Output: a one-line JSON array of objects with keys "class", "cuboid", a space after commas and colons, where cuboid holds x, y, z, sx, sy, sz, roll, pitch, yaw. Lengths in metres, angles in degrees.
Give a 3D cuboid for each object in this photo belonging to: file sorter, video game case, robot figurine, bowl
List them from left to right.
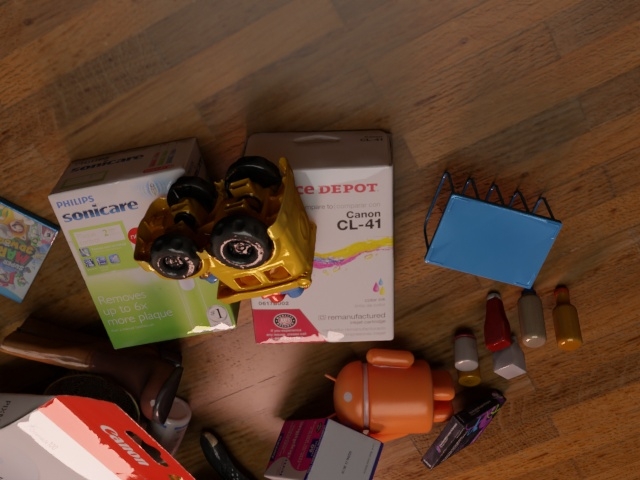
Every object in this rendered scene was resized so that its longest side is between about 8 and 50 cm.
[{"class": "video game case", "cuboid": [-0.509, 0.015, 1.314, 0.119, 0.015, 0.166, 28, 117, -15]}, {"class": "bowl", "cuboid": [-0.395, 0.276, 1.428, 0.170, 0.080, 0.170, 1, 121, 2]}, {"class": "robot figurine", "cuboid": [0.117, 0.269, 1.387, 0.219, 0.128, 0.158, -1, 151, 1]}, {"class": "file sorter", "cuboid": [0.252, -0.021, 1.228, 0.170, 0.104, 0.118, 14, 119, -8]}]

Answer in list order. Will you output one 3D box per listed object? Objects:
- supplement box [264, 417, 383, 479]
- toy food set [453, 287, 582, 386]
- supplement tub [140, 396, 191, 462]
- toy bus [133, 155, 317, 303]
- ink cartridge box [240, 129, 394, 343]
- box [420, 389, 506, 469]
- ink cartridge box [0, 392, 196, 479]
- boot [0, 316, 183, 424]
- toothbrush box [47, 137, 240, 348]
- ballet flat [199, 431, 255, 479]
[{"class": "supplement box", "cuboid": [0.001, 0.381, 1.401, 0.113, 0.111, 0.220, 27, 158, -13]}, {"class": "toy food set", "cuboid": [0.309, 0.153, 1.354, 0.111, 0.105, 0.232, 30, 136, -31]}, {"class": "supplement tub", "cuboid": [-0.281, 0.342, 1.471, 0.071, 0.071, 0.107, 19, 119, -10]}, {"class": "toy bus", "cuboid": [-0.109, 0.015, 1.102, 0.220, 0.150, 0.211, -14, 133, 19]}, {"class": "ink cartridge box", "cuboid": [0.000, 0.000, 1.230, 0.226, 0.131, 0.306, -2, 122, 3]}, {"class": "box", "cuboid": [0.252, 0.330, 1.417, 0.029, 0.162, 0.116, 44, 123, 27]}, {"class": "ink cartridge box", "cuboid": [-0.421, 0.377, 1.372, 0.384, 0.091, 0.308, -3, 137, 30]}, {"class": "boot", "cuboid": [-0.362, 0.189, 1.286, 0.280, 0.264, 0.096, 19, 99, -11]}, {"class": "toothbrush box", "cuboid": [-0.256, 0.008, 1.245, 0.206, 0.122, 0.283, -10, 118, 6]}, {"class": "ballet flat", "cuboid": [-0.177, 0.423, 1.540, 0.057, 0.049, 0.173, 9, 134, 50]}]
